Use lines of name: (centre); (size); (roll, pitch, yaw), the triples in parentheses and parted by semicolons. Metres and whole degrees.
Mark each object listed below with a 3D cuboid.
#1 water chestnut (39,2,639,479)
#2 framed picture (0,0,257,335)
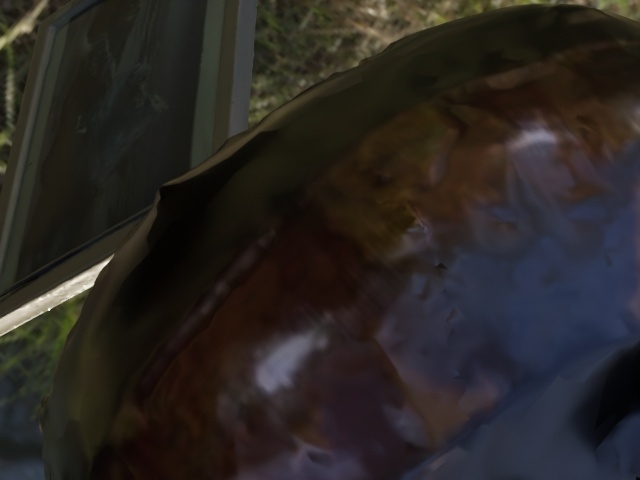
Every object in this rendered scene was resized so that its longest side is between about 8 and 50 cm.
water chestnut: (0.061, 0.075, 0.423); (0.300, 0.300, 0.300); (-34, 145, -28)
framed picture: (-0.191, -0.138, 1.203); (0.326, 0.446, 0.028); (-27, 132, 28)
